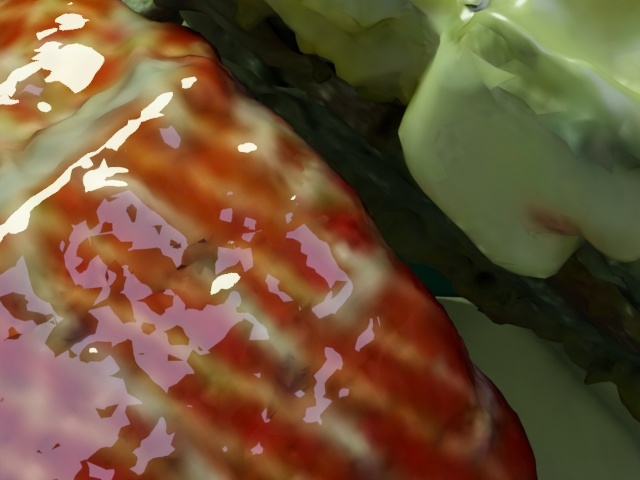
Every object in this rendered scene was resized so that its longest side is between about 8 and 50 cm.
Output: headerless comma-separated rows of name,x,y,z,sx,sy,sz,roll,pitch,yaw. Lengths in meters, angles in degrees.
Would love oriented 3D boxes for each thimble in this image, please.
thimble,-0.086,0.097,0.605,0.230,0.350,0.350,-37,79,-20

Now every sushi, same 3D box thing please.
sushi,0.111,-0.088,0.621,0.396,0.351,0.240,37,87,3

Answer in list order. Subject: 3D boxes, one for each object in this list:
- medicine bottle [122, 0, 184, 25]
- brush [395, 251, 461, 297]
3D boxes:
medicine bottle,-0.151,-0.240,0.812,0.151,0.151,0.322,-28,91,-23
brush,0.000,0.000,0.842,0.193,0.043,0.032,6,48,-12
